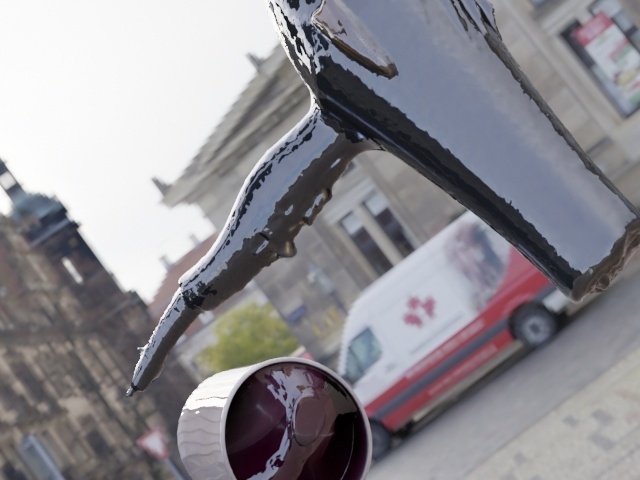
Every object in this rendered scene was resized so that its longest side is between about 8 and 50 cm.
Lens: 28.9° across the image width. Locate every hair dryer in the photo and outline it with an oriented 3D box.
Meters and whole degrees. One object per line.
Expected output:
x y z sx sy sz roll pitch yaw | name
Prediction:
0.000 0.000 0.756 0.359 0.303 0.120 -50 -28 23 | hair dryer

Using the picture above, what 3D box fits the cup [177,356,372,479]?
-0.048 0.294 1.759 0.208 0.288 0.273 -63 16 -16 | cup
